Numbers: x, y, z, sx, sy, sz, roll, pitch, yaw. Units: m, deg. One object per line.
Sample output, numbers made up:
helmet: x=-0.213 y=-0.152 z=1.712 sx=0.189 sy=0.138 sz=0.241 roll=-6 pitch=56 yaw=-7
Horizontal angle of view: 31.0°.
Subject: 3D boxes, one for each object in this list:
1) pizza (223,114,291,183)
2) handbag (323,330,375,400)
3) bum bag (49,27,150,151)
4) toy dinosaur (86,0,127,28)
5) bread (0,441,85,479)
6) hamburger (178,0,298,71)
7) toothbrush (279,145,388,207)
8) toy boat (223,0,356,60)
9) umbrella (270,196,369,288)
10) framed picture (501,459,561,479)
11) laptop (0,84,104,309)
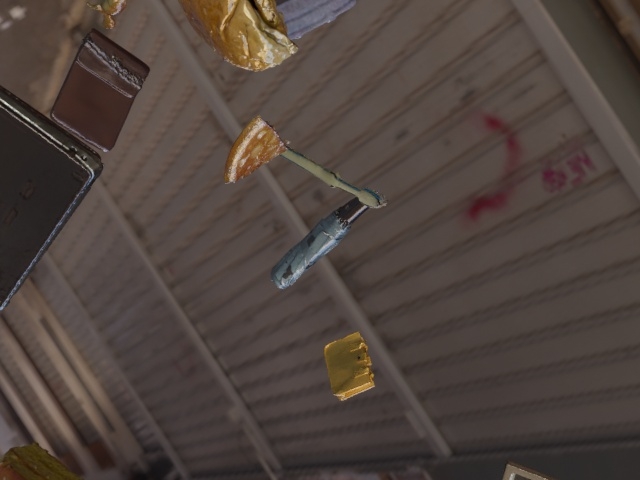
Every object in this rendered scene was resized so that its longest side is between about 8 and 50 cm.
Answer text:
pizza: x=-0.095 y=-0.116 z=1.504 sx=0.099 sy=0.029 sz=0.100 roll=-44 pitch=152 yaw=5
handbag: x=0.040 y=0.172 z=1.573 sx=0.061 sy=0.083 sz=0.027 roll=-25 pitch=140 yaw=15
bum bag: x=-0.315 y=-0.215 z=1.659 sx=0.026 sy=0.109 sz=0.159 roll=-16 pitch=-131 yaw=52
toy dinosaur: x=-0.344 y=-0.418 z=1.989 sx=0.162 sy=0.126 sz=0.039 roll=4 pitch=-132 yaw=31
bread: x=-0.372 y=0.414 z=1.582 sx=0.110 sy=0.234 sz=0.184 roll=-5 pitch=117 yaw=-57
hamburger: x=-0.136 y=-0.340 z=1.696 sx=0.135 sy=0.207 sz=0.155 roll=-31 pitch=151 yaw=6
toothbrush: x=0.007 y=-0.101 z=1.763 sx=0.028 sy=0.026 sz=0.294 roll=0 pitch=-160 yaw=-39
toy boat: x=-0.067 y=-0.393 z=2.025 sx=0.283 sy=0.078 sz=0.127 roll=-33 pitch=-148 yaw=-31
umbrella: x=-0.001 y=0.000 z=2.081 sx=0.250 sy=0.052 sz=0.053 roll=-42 pitch=-173 yaw=27
framed picture: x=0.403 y=0.467 z=1.857 sx=0.023 sy=0.260 sz=0.189 roll=-48 pitch=152 yaw=-54
laptop: x=-0.297 y=-0.042 z=1.002 sx=0.207 sy=0.154 sz=0.026 roll=-47 pitch=-168 yaw=34
